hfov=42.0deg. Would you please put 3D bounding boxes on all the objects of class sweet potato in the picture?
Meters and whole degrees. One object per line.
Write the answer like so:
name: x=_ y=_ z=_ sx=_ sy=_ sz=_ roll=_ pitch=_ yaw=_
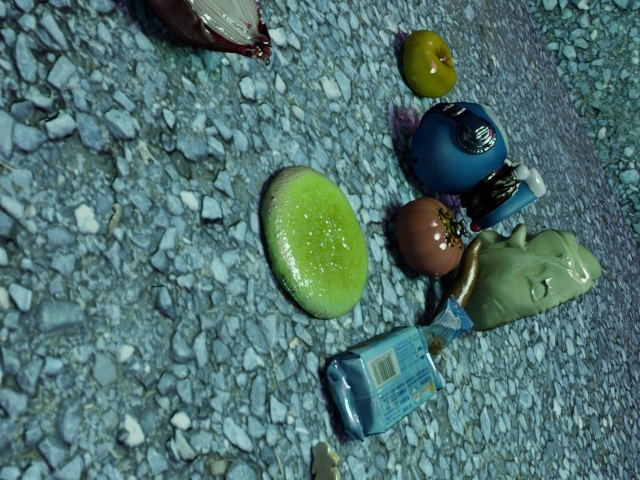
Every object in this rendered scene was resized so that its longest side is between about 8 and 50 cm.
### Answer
sweet potato: x=0.298 y=0.115 z=1.813 sx=0.057 sy=0.057 sz=0.264 roll=41 pitch=72 yaw=-37

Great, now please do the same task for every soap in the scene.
soap: x=0.119 y=0.255 z=1.537 sx=0.293 sy=0.077 sz=0.156 roll=-13 pitch=85 yaw=-56

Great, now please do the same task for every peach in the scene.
peach: x=0.276 y=-0.447 z=2.121 sx=0.179 sy=0.103 sz=0.179 roll=25 pitch=55 yaw=-42

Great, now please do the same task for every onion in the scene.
onion: x=-0.195 y=-0.389 z=1.383 sx=0.283 sy=0.120 sz=0.227 roll=51 pitch=35 yaw=-21

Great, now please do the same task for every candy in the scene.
candy: x=0.252 y=0.188 z=1.753 sx=0.136 sy=0.038 sz=0.088 roll=-40 pitch=111 yaw=-9

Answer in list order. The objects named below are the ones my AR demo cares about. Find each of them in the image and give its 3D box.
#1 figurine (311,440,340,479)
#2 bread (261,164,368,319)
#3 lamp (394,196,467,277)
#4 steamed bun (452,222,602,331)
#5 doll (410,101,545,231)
figurine: x=0.013 y=0.372 z=1.359 sx=0.050 sy=0.047 sz=0.083 roll=50 pitch=28 yaw=-52
bread: x=-0.004 y=-0.001 z=1.528 sx=0.301 sy=0.045 sz=0.301 roll=30 pitch=50 yaw=-43
lamp: x=0.242 y=-0.010 z=1.803 sx=0.182 sy=0.140 sz=0.182 roll=35 pitch=43 yaw=-41
steamed bun: x=0.456 y=0.064 z=1.916 sx=0.310 sy=0.324 sz=0.219 roll=-13 pitch=80 yaw=-66
doll: x=0.349 y=-0.184 z=1.940 sx=0.240 sy=0.284 sz=0.310 roll=-35 pitch=89 yaw=-13
